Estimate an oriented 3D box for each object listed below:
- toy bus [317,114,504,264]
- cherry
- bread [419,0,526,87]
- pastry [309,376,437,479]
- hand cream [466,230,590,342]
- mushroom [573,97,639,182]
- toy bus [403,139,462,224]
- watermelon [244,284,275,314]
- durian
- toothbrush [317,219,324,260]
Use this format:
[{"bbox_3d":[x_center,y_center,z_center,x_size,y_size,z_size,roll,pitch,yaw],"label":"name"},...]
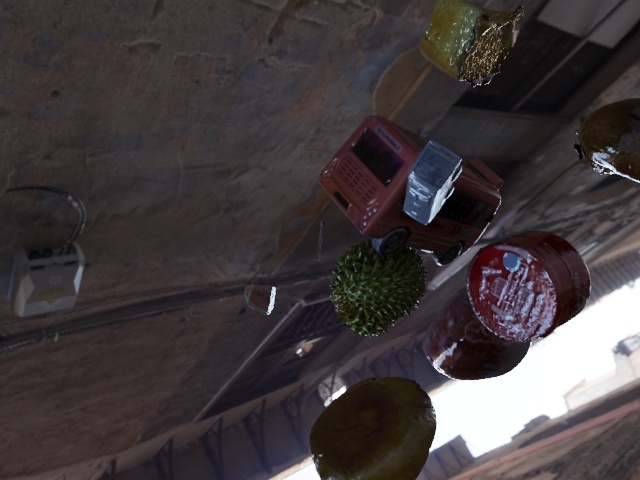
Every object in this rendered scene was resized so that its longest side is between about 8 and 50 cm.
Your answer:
[{"bbox_3d":[0.214,-0.104,1.122,0.426,0.233,0.203,9,-145,-48],"label":"toy bus"},{"bbox_3d":[0.497,0.292,1.620,0.326,0.335,0.291,-23,-115,-27],"label":"cherry"},{"bbox_3d":[0.278,-0.338,0.880,0.159,0.140,0.169,7,-145,-16],"label":"bread"},{"bbox_3d":[0.128,0.481,1.255,0.164,0.355,0.356,59,-144,-18],"label":"pastry"},{"bbox_3d":[0.447,0.095,1.114,0.149,0.230,0.230,-15,-117,-37],"label":"hand cream"},{"bbox_3d":[0.758,-0.244,1.247,0.263,0.195,0.283,-18,-153,-30],"label":"mushroom"},{"bbox_3d":[0.168,-0.085,0.801,0.064,0.075,0.190,37,174,14],"label":"toy bus"},{"bbox_3d":[-0.152,0.148,1.317,0.084,0.072,0.092,-1,-136,-31],"label":"watermelon"},{"bbox_3d":[0.132,0.090,1.134,0.200,0.177,0.237,43,-146,12],"label":"durian"},{"bbox_3d":[0.000,0.000,1.215,0.006,0.008,0.097,5,-87,-34],"label":"toothbrush"}]
